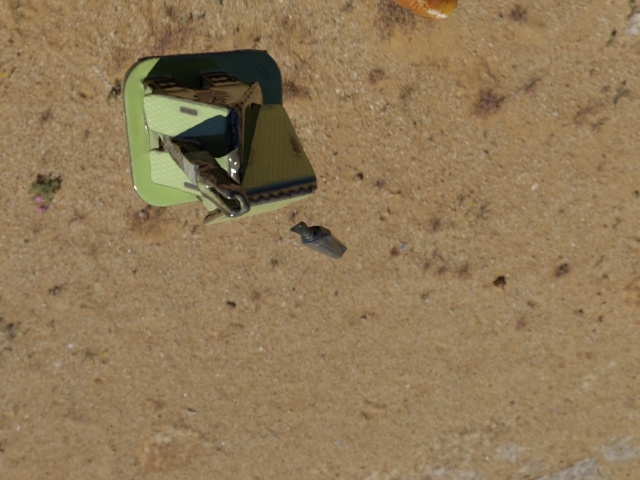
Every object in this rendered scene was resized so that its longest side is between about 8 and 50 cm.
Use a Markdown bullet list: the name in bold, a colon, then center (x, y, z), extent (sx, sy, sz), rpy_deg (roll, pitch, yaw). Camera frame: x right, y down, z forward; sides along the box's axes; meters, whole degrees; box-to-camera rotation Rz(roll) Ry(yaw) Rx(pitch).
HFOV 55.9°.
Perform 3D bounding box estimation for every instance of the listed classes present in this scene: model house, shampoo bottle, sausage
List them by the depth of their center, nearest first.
- **model house**: center (-0.083, -0.094, 0.710), extent (0.218, 0.279, 0.204), rpy_deg (-16, 124, -28)
- **shampoo bottle**: center (0.000, 0.000, 0.883), extent (0.048, 0.027, 0.137), rpy_deg (-17, 160, 19)
- **sausage**: center (0.136, -0.409, 0.896), extent (0.103, 0.076, 0.302), rpy_deg (-46, 158, 15)
